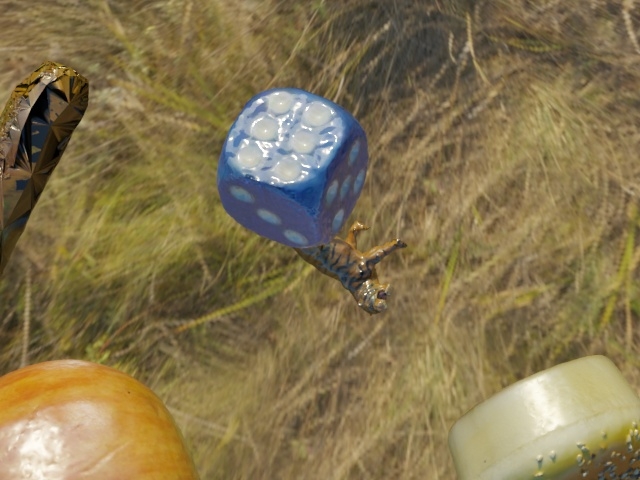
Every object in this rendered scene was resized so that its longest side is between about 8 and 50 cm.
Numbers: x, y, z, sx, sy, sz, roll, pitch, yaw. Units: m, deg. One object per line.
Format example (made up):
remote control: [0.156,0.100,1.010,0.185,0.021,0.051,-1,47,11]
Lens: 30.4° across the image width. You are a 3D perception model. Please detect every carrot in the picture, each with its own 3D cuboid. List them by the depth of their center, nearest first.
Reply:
carrot: [-0.273,-0.049,1.035,0.069,0.069,0.229,24,84,-4]

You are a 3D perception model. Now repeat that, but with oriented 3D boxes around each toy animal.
toy animal: [-0.001,0.000,1.692,0.255,0.114,0.116,30,87,-18]

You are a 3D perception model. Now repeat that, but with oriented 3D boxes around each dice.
dice: [-0.033,-0.085,1.393,0.146,0.146,0.143,19,65,18]

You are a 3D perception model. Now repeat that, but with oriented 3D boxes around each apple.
apple: [-0.225,0.249,1.026,0.233,0.286,0.286,-18,106,-22]

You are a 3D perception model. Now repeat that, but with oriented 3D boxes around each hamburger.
hamburger: [0.147,0.128,0.723,0.126,0.141,0.081,-35,67,22]
